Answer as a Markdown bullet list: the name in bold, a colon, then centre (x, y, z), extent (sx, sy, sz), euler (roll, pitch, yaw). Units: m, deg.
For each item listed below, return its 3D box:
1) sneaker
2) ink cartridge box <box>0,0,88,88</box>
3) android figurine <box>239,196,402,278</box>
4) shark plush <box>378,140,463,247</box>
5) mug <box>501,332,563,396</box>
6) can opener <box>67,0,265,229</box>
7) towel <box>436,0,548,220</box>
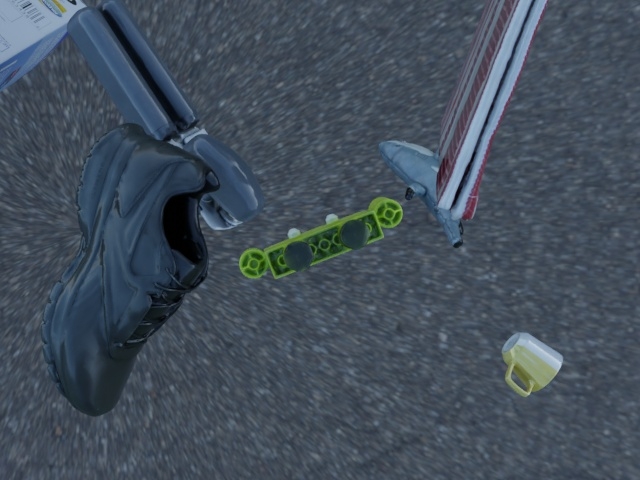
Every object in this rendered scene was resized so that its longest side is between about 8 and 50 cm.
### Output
- **sneaker**: centre (-0.176, 0.040, 1.105), extent (0.130, 0.109, 0.286), euler (19, 105, 21)
- **ink cartridge box**: centre (-0.465, -0.310, 1.448), extent (0.151, 0.395, 0.270), euler (-37, 102, 25)
- **android figurine**: centre (0.000, 0.000, 1.715), extent (0.248, 0.273, 0.056), euler (-21, 94, -1)
- **shark plush**: centre (0.112, -0.045, 1.244), extent (0.067, 0.073, 0.161), euler (7, 51, -28)
- **mug**: centre (0.269, 0.155, 1.509), extent (0.064, 0.078, 0.062), euler (41, 111, -8)
- **can opener**: centre (-0.152, -0.139, 1.233), extent (0.076, 0.095, 0.283), euler (-36, 93, -47)
- **towel**: centre (0.155, -0.166, 0.992), extent (0.037, 0.329, 0.237), euler (19, 110, 0)
